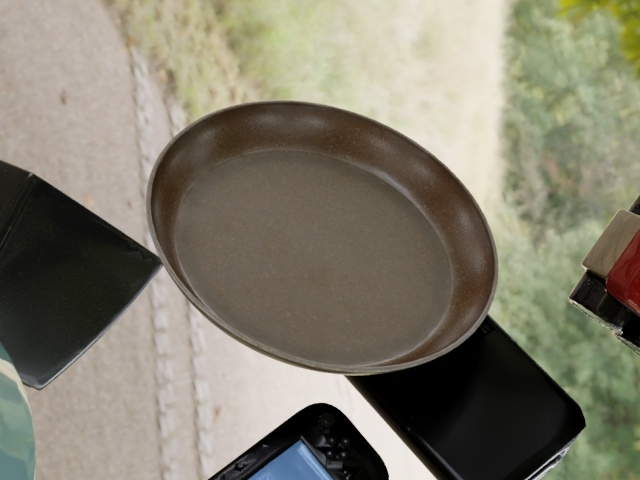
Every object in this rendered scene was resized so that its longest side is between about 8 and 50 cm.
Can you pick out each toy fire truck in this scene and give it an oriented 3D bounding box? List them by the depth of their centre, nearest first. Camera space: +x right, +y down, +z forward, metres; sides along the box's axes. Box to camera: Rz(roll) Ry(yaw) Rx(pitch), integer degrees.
[{"bbox_3d":[0.358,0.061,0.991,0.217,0.158,0.246,36,0,-26],"label":"toy fire truck"}]

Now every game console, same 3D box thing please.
[{"bbox_3d":[0.031,0.190,1.064,0.213,0.361,0.044,46,-19,27],"label":"game console"}]

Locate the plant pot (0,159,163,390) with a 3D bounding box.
[{"bbox_3d":[-0.295,0.030,1.174,0.187,0.188,0.167,38,75,-47],"label":"plant pot"}]

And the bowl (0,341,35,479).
[{"bbox_3d":[-0.292,0.133,0.734,0.163,0.311,0.312,21,54,-67],"label":"bowl"}]

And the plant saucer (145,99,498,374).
[{"bbox_3d":[0.000,0.000,1.085,0.311,0.310,0.050,-89,-165,-45],"label":"plant saucer"}]
